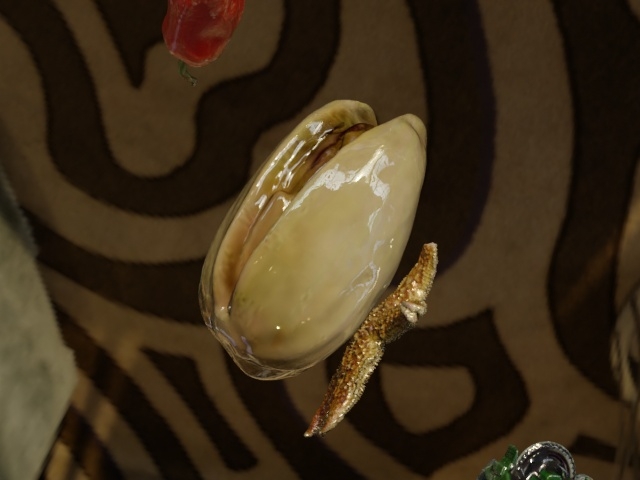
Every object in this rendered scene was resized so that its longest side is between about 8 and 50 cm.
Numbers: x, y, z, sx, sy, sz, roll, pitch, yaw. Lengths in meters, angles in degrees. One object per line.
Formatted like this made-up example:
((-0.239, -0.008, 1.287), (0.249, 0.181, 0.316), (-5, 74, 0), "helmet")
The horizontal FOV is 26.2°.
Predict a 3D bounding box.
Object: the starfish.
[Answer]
((0.052, 0.104, 1.395), (0.043, 0.227, 0.240), (37, 167, 2), "starfish")

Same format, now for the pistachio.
((0.000, 0.000, 0.936), (0.130, 0.206, 0.131), (28, 172, 38), "pistachio")

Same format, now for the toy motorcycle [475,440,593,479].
((0.264, 0.350, 1.531), (0.274, 0.187, 0.125), (46, 173, -19), "toy motorcycle")

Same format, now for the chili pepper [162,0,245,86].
((-0.080, -0.168, 0.955), (0.050, 0.059, 0.191), (43, 145, 9), "chili pepper")
